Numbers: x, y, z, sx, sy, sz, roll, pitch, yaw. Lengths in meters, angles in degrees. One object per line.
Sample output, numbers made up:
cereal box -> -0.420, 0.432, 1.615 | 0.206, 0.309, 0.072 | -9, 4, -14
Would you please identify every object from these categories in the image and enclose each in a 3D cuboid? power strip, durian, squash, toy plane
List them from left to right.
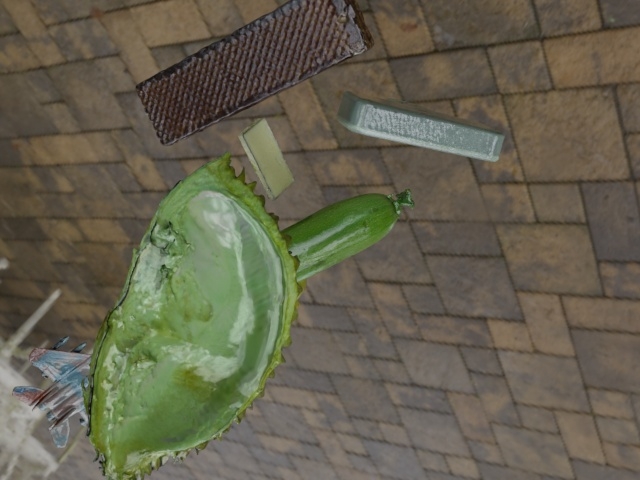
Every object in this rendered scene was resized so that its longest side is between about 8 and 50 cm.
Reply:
toy plane -> -0.418, 0.248, 1.551 | 0.223, 0.326, 0.104 | 53, 172, -8
durian -> -0.137, 0.098, 0.911 | 0.163, 0.394, 0.198 | 15, 156, 23
squash -> 0.000, 0.000, 1.392 | 0.101, 0.379, 0.101 | 57, 163, 29
power strip -> 0.156, -0.195, 1.349 | 0.265, 0.193, 0.059 | 10, 106, -15

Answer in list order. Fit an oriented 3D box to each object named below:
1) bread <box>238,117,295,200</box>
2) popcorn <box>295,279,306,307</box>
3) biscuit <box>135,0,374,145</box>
bread -> -0.104, -0.157, 1.552 | 0.028, 0.068, 0.153 | 8, 133, 46
popcorn -> -0.192, 0.094, 1.636 | 0.294, 0.292, 0.334 | 14, -165, -26
biscuit -> -0.102, -0.256, 1.190 | 0.388, 0.073, 0.107 | -20, 99, 30
